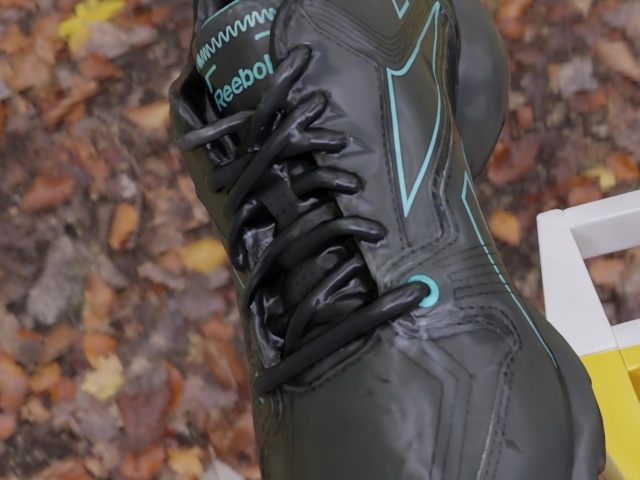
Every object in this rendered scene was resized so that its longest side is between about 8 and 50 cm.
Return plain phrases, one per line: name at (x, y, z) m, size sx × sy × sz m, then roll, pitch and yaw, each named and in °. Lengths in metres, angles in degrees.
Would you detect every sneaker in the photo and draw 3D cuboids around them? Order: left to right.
sneaker at (0.000, 0.000, 0.473) m, size 0.101 × 0.106 × 0.267 m, roll -32°, pitch 40°, yaw 22°

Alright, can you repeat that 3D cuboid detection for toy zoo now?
toy zoo at (0.226, 0.039, 0.829) m, size 0.293 × 0.030 × 0.192 m, roll -15°, pitch 47°, yaw 0°
